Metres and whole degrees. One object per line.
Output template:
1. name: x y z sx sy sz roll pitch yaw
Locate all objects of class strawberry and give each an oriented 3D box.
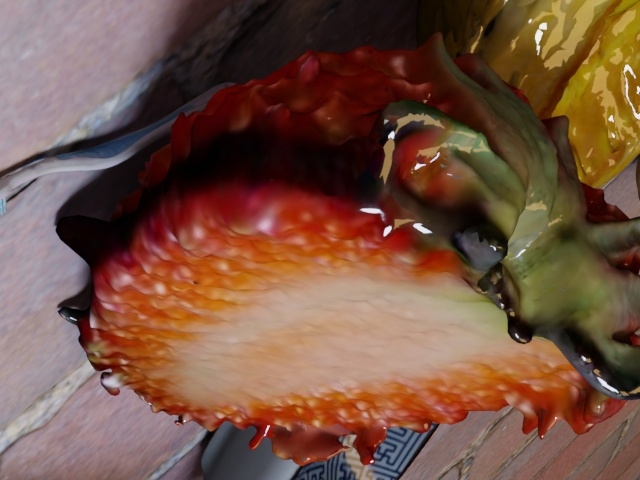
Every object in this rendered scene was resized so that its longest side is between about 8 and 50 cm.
1. strawberry: 0.000 0.000 0.764 0.233 0.306 0.138 34 61 -32

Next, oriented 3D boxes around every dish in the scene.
1. dish: 0.002 0.123 1.112 0.182 0.080 0.243 -56 161 22

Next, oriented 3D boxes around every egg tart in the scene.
1. egg tart: 0.138 -0.133 0.870 0.295 0.116 0.295 -41 161 -17

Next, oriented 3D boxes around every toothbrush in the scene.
1. toothbrush: -0.088 -0.041 0.714 0.162 0.014 0.017 -31 140 -40

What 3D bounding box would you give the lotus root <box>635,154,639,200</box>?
1. lotus root: 0.347 -0.076 1.405 0.221 0.125 0.118 -25 110 -43
